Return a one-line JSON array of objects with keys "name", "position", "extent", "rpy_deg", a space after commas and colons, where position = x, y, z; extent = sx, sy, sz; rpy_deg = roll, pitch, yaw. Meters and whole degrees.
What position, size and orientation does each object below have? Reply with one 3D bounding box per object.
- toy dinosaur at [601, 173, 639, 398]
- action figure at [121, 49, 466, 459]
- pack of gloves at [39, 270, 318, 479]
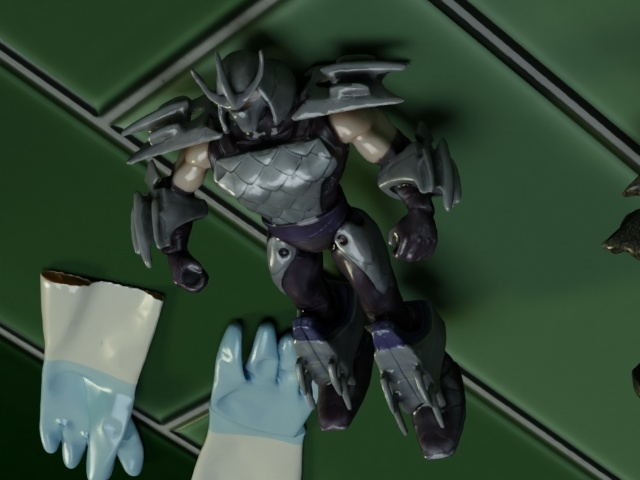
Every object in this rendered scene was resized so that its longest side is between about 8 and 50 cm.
[{"name": "toy dinosaur", "position": [0.227, 0.013, 0.855], "extent": [0.160, 0.313, 0.121], "rpy_deg": [40, 110, 1]}, {"name": "action figure", "position": [0.000, 0.000, 0.981], "extent": [0.185, 0.099, 0.285], "rpy_deg": [-3, 136, 25]}, {"name": "pack of gloves", "position": [-0.101, 0.124, 1.195], "extent": [0.195, 0.046, 0.232], "rpy_deg": [12, 141, 1]}]
